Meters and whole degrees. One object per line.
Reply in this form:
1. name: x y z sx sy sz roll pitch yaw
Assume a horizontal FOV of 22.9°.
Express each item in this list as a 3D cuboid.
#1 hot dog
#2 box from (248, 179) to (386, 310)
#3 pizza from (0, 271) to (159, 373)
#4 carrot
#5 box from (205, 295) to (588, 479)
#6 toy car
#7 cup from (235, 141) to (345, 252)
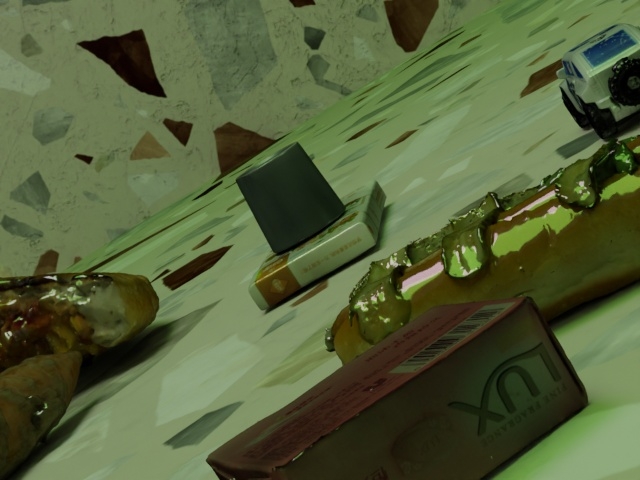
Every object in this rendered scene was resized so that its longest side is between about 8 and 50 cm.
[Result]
1. hot dog: 0.116 0.004 0.871 0.269 0.072 0.109 -29 10 20
2. box: 0.000 0.001 1.469 0.122 0.032 0.220 -30 8 10
3. pizza: -0.312 0.089 1.649 0.277 0.114 0.409 -8 -5 -38
4. carrot: -0.280 0.155 1.347 0.102 0.102 0.263 -26 8 33
5. box: 0.031 0.086 0.714 0.156 0.060 0.111 -31 7 -19
6. toy car: 0.238 -0.133 1.277 0.080 0.070 0.171 -30 7 5
7. cup: -0.033 -0.040 1.448 0.078 0.077 0.100 -34 7 -15
